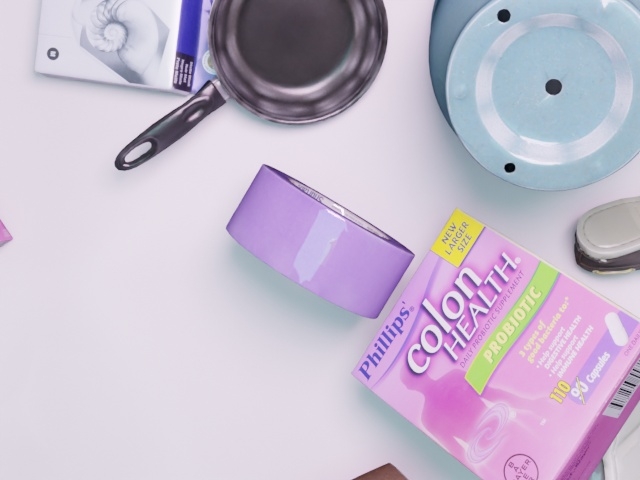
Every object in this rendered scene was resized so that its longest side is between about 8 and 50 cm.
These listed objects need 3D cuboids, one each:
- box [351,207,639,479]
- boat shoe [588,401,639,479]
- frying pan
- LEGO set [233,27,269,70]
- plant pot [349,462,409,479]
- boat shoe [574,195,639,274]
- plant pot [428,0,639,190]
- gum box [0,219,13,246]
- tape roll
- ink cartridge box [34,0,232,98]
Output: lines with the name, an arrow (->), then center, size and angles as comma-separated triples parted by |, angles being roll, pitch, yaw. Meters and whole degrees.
box -> 0.196, 0.123, 0.966 | 0.243, 0.117, 0.214 | 36, 97, 33
boat shoe -> 0.304, 0.262, 1.054 | 0.099, 0.116, 0.320 | 8, 106, 45
frying pan -> -0.061, -0.173, 1.029 | 0.197, 0.053, 0.326 | 30, 105, -20
LEGO set -> -0.072, -0.224, 1.054 | 0.083, 0.023, 0.054 | -33, 121, -12
plant pot -> 0.030, 0.361, 1.019 | 0.230, 0.215, 0.215 | -43, 92, -9
boat shoe -> 0.391, -0.017, 1.027 | 0.227, 0.069, 0.081 | -12, 59, 2
plant pot -> 0.221, -0.174, 0.886 | 0.271, 0.255, 0.272 | 6, 114, 14
gum box -> -0.458, 0.001, 1.069 | 0.188, 0.062, 0.107 | -33, 93, 5
tape roll -> 0.000, 0.000, 0.984 | 0.189, 0.189, 0.080 | 31, 95, 0
ink cartridge box -> -0.196, -0.280, 1.042 | 0.223, 0.045, 0.224 | 7, 95, 2
